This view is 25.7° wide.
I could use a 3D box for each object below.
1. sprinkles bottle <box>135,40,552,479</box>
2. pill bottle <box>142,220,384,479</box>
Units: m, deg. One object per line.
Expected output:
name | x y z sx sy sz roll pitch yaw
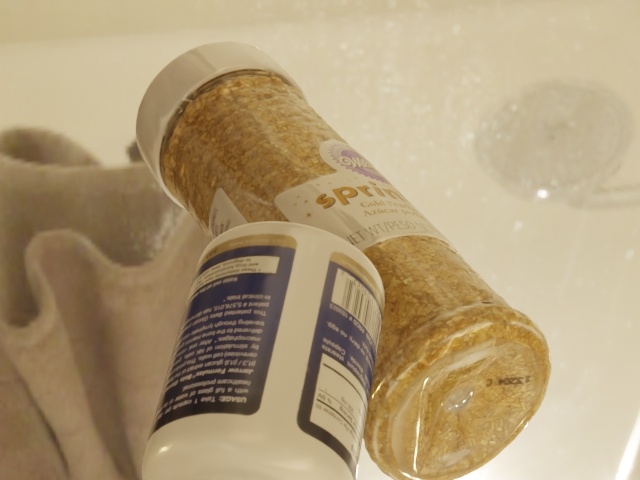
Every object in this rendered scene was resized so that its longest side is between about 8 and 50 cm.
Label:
sprinkles bottle | 0.000 0.000 0.891 0.121 0.121 0.355 -19 -140 -21
pill bottle | -0.027 0.082 0.633 0.094 0.094 0.169 9 -130 4
